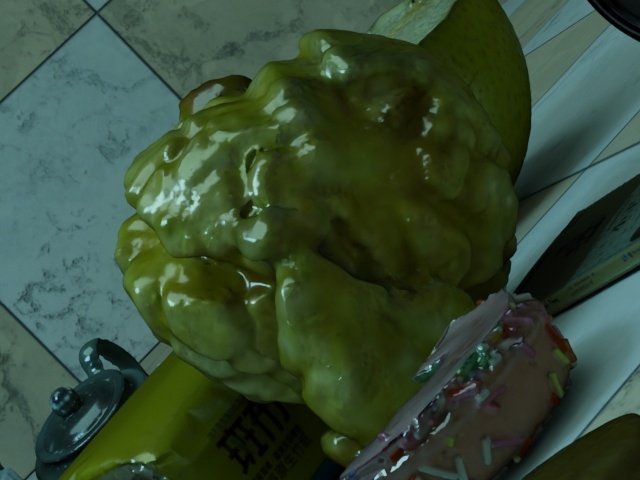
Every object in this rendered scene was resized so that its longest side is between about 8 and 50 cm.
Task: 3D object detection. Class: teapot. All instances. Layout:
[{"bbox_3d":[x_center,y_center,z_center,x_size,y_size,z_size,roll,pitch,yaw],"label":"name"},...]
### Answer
[{"bbox_3d":[-0.178,0.172,1.691,0.162,0.149,0.239,-34,26,21],"label":"teapot"}]

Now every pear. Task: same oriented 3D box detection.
[{"bbox_3d":[0.047,-0.047,1.709,0.386,0.191,0.340,-46,9,-24],"label":"pear"}]

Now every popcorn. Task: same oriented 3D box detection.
[{"bbox_3d":[0.000,0.000,1.272,0.332,0.265,0.225,-95,8,-46],"label":"popcorn"}]

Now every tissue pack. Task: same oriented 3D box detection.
[{"bbox_3d":[-0.066,0.139,1.426,0.192,0.134,0.271,-38,9,45],"label":"tissue pack"}]

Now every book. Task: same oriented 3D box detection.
[{"bbox_3d":[0.191,-0.008,1.254,0.138,0.016,0.199,-48,7,-34],"label":"book"}]

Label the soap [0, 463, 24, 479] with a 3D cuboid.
[{"bbox_3d":[-0.231,0.336,1.664,0.159,0.258,0.302,-46,-39,-15],"label":"soap"}]

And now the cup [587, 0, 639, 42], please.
[{"bbox_3d":[0.288,-0.245,1.531,0.196,0.196,0.280,-43,-2,12],"label":"cup"}]

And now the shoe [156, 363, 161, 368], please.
[{"bbox_3d":[-0.133,0.171,1.836,0.265,0.110,0.095,-43,6,-13],"label":"shoe"}]

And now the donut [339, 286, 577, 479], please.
[{"bbox_3d":[0.087,0.084,1.060,0.117,0.065,0.166,-41,7,48],"label":"donut"}]

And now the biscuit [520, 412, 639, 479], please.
[{"bbox_3d":[0.029,0.188,0.649,0.368,0.076,0.394,-44,5,-12],"label":"biscuit"}]
